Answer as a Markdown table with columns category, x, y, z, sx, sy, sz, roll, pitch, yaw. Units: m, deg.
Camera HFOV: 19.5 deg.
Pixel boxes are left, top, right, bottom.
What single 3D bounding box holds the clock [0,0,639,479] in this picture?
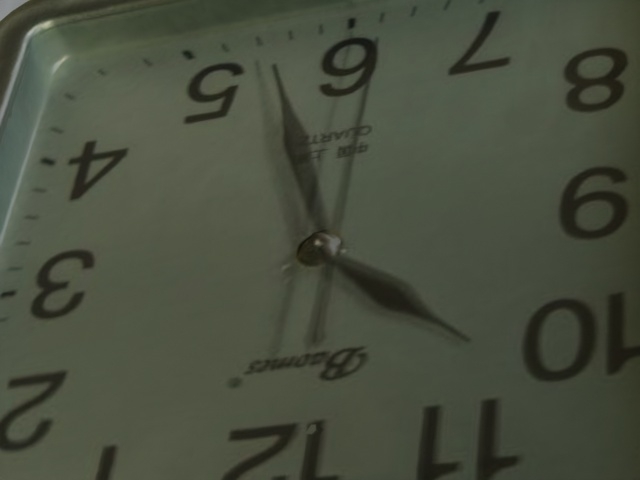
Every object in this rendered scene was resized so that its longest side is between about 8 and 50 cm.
| category | x | y | z | sx | sy | sz | roll | pitch | yaw |
| --- | --- | --- | --- | --- | --- | --- | --- | --- | --- |
| clock | 0.000 | 0.000 | 0.562 | 0.279 | 0.273 | 0.049 | -81 | 154 | -43 |
